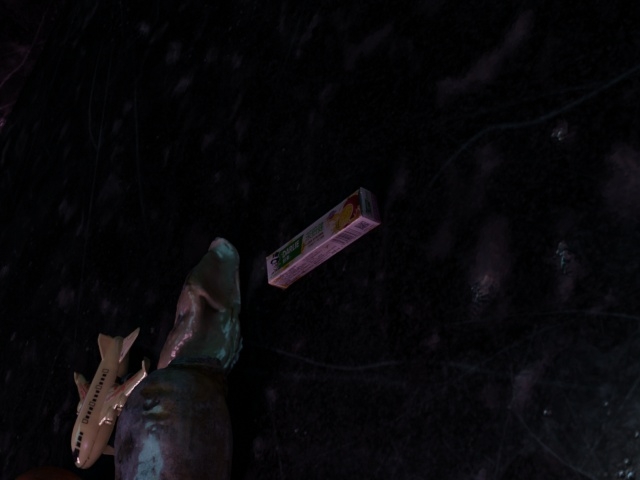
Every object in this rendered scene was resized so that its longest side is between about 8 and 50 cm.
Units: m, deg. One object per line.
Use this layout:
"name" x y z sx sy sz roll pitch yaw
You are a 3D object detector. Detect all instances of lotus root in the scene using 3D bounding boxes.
"lotus root" -0.211 0.327 1.287 0.175 0.175 0.349 -28 50 41

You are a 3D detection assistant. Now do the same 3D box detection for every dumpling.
"dumpling" -0.198 0.155 1.441 0.166 0.086 0.332 13 85 57

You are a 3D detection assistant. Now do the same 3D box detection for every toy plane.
"toy plane" -0.367 0.271 1.584 0.229 0.092 0.244 -16 59 45

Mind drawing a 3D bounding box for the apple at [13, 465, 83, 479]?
"apple" -0.449 0.477 1.519 0.201 0.162 0.201 -46 29 35

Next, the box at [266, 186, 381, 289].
"box" 0.000 0.000 1.304 0.207 0.041 0.049 -36 48 36
